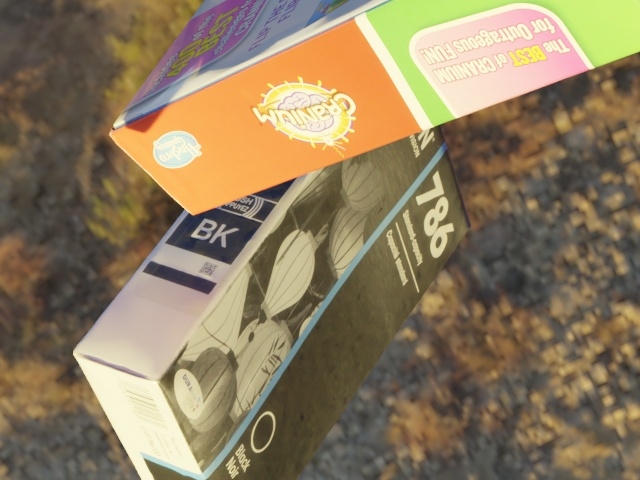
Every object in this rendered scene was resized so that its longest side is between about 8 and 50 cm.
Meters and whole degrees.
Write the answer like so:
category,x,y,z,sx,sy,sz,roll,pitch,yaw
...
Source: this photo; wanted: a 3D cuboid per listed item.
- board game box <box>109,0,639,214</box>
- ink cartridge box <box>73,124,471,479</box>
category,x,y,z,sx,sy,sz,roll,pitch,yaw
board game box,0.065,-0.148,0.849,0.316,0.064,0.242,-18,33,49
ink cartridge box,0.000,0.000,1.042,0.065,0.165,0.333,15,56,31
